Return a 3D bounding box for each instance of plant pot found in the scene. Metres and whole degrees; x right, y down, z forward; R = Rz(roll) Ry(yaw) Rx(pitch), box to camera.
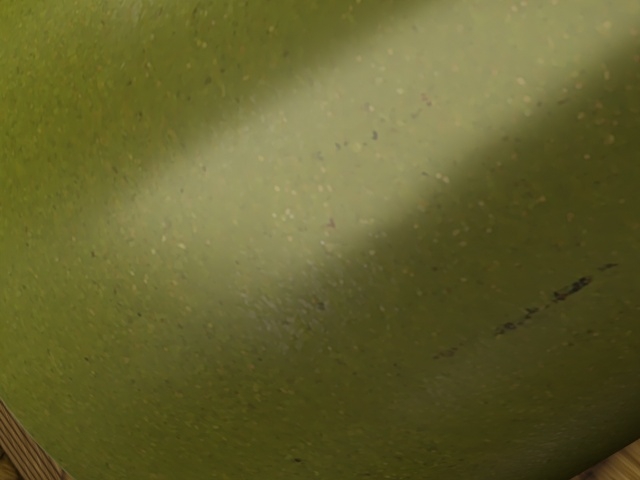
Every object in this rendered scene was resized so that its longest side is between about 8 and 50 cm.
[{"bbox_3d":[0.065,-0.059,0.493,0.293,0.274,0.275,-26,97,54],"label":"plant pot"}]
